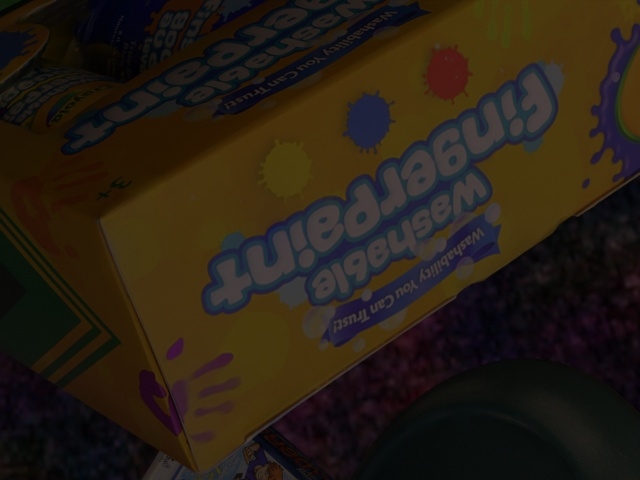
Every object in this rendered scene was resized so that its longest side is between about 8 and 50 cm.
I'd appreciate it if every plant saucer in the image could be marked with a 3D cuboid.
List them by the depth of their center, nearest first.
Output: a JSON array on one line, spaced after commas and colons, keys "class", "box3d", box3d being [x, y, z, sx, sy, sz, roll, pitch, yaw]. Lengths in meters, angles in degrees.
[{"class": "plant saucer", "box3d": [0.094, 0.225, 1.025, 0.044, 0.317, 0.317, 17, 132, -38]}]

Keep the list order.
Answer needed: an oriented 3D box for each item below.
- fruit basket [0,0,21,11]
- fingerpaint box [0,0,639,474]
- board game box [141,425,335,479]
[{"class": "fruit basket", "box3d": [-0.435, -0.328, 1.521, 0.392, 0.283, 0.392, 3, 159, 1]}, {"class": "fingerpaint box", "box3d": [-0.016, -0.094, 1.028, 0.445, 0.371, 0.163, -32, 119, -24]}, {"class": "board game box", "box3d": [-0.072, 0.211, 1.059, 0.201, 0.136, 0.035, -59, 153, 12]}]
